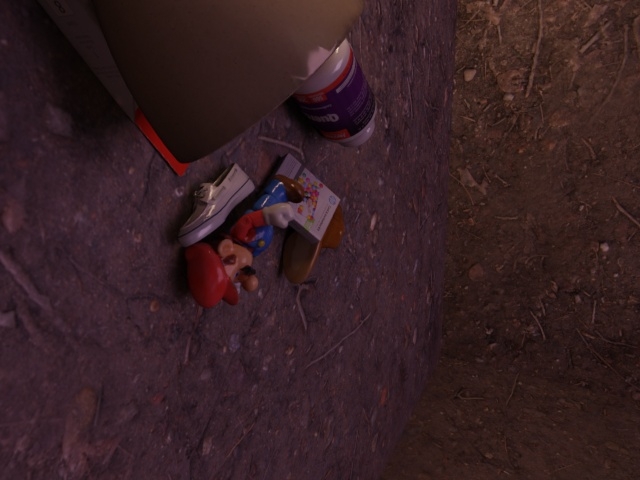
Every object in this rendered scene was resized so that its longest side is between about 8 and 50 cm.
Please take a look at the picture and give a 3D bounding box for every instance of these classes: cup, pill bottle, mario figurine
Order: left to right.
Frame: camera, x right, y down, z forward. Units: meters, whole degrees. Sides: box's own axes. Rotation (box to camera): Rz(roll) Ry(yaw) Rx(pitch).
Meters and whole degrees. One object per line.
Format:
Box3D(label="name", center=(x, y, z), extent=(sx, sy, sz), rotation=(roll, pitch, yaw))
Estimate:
Box3D(label="cup", center=(-0.145, -0.297, 0.595), extent=(0.237, 0.331, 0.331), rotation=(47, 52, -29))
Box3D(label="mario figurine", center=(-0.134, 0.020, 0.964), extent=(0.320, 0.170, 0.198), rotation=(-53, 146, -33))
Box3D(label="pill bottle", center=(0.033, -0.373, 1.200), extent=(0.323, 0.181, 0.181), rotation=(41, 60, -58))

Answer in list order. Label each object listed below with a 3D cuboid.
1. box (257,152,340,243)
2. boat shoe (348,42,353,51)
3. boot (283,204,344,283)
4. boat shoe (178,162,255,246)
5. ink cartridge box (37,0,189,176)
Box3D(label="box", center=(-0.049, -0.103, 1.166), extent=(0.186, 0.038, 0.145), rotation=(41, 55, -23))
Box3D(label="boat shoe", center=(0.059, -0.502, 1.334), extent=(0.219, 0.077, 0.070), rotation=(22, 76, -64))
Box3D(label="boot", center=(-0.001, -0.001, 1.313), extent=(0.211, 0.104, 0.295), rotation=(38, 58, -59))
Box3D(label="boat shoe", center=(-0.217, -0.076, 0.920), extent=(0.076, 0.083, 0.226), rotation=(57, 36, -20))
Box3D(label="ink cartridge box", center=(-0.237, -0.344, 0.781), extent=(0.308, 0.091, 0.385), rotation=(-66, 148, -29))
